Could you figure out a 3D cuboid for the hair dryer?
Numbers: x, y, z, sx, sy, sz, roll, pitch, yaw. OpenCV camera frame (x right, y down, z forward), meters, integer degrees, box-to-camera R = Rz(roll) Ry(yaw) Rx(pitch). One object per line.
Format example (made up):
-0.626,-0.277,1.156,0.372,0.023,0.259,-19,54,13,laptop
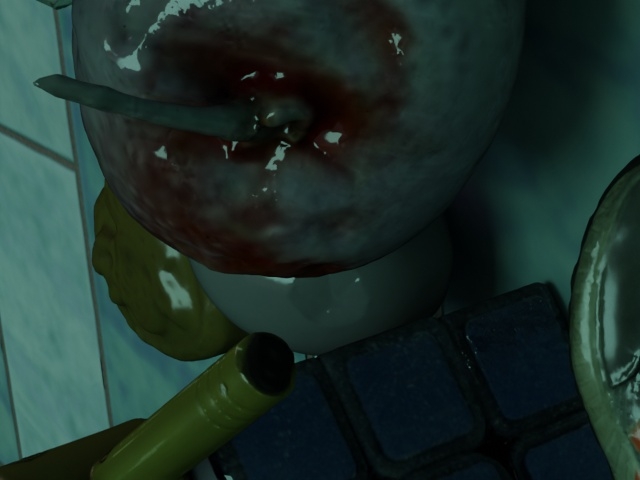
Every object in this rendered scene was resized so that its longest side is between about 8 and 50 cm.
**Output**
-0.108,0.130,1.142,0.278,0.135,0.090,-41,70,47,hair dryer

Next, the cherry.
-0.015,-0.153,1.217,0.326,0.291,0.335,118,164,-62,cherry

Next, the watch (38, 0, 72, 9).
-0.240,-0.333,1.677,0.241,0.161,0.253,21,124,45,watch

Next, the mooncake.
-0.117,0.003,1.684,0.235,0.117,0.235,32,129,50,mooncake

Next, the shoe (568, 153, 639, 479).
0.257,0.109,1.111,0.171,0.132,0.336,5,112,53,shoe

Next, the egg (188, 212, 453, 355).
0.000,0.000,1.420,0.232,0.176,0.176,32,132,44,egg

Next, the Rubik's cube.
0.043,0.243,1.360,0.304,0.305,0.301,-44,67,56,Rubik's cube
